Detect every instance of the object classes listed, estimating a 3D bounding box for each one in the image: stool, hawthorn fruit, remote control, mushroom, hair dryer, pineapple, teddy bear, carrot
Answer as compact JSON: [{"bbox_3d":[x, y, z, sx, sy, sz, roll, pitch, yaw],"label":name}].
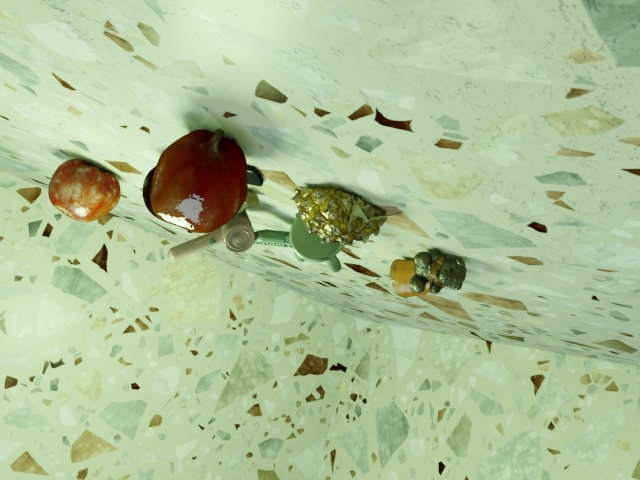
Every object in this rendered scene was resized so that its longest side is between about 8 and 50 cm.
[{"bbox_3d":[0.000,0.000,1.792,0.195,0.195,0.199,16,168,11],"label":"stool"},{"bbox_3d":[-0.333,-0.162,1.407,0.295,0.295,0.311,24,169,-21],"label":"hawthorn fruit"},{"bbox_3d":[-0.121,-0.003,2.070,0.335,0.066,0.128,6,171,-26],"label":"remote control"},{"bbox_3d":[-1.048,-0.221,2.224,0.284,0.284,0.284,18,167,4],"label":"hawthorn fruit"},{"bbox_3d":[-0.316,-0.148,1.881,0.116,0.093,0.225,0,167,-29],"label":"mushroom"},{"bbox_3d":[-0.444,-0.018,1.986,0.210,0.352,0.125,-120,12,-53],"label":"hair dryer"},{"bbox_3d":[0.056,-0.067,1.532,0.334,0.161,0.158,21,165,0],"label":"pineapple"},{"bbox_3d":[0.427,0.110,1.806,0.190,0.177,0.140,13,-149,25],"label":"teddy bear"},{"bbox_3d":[0.399,0.143,1.947,0.225,0.159,0.159,-8,152,46],"label":"carrot"}]

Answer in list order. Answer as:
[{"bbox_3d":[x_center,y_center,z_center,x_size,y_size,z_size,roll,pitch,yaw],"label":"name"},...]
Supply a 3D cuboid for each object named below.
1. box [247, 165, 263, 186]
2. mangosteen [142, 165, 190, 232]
[{"bbox_3d":[-0.250,-0.218,1.630,0.125,0.027,0.126,14,165,9],"label":"box"},{"bbox_3d":[-0.492,-0.143,1.736,0.231,0.231,0.289,31,-162,-42],"label":"mangosteen"}]
